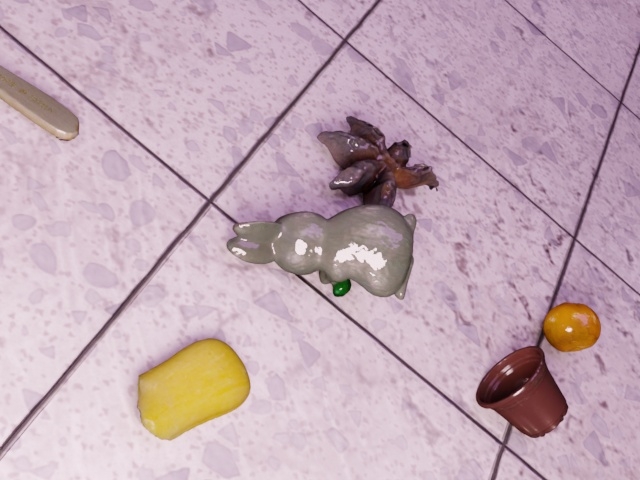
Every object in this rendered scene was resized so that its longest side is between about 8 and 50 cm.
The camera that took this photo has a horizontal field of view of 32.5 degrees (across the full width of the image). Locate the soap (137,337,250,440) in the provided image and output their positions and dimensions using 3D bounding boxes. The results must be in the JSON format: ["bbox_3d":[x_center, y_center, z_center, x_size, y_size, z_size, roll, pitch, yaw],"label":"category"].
[{"bbox_3d":[-0.144,0.160,1.193,0.168,0.033,0.089,-20,69,-47],"label":"soap"}]

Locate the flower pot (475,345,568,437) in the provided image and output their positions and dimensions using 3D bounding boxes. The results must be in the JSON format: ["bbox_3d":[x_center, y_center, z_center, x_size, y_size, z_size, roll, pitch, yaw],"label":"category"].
[{"bbox_3d":[0.276,0.209,1.454,0.089,0.111,0.111,48,39,-14],"label":"flower pot"}]

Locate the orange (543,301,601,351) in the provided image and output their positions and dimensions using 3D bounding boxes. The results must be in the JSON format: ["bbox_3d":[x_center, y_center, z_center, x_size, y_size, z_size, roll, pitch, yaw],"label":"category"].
[{"bbox_3d":[0.367,0.127,1.607,0.083,0.083,0.070,7,67,-36],"label":"orange"}]

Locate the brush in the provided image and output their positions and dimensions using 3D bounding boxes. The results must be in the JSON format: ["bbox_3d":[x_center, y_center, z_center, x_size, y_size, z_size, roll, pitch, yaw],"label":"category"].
[{"bbox_3d":[-0.426,-0.223,1.289,0.337,0.020,0.085,34,41,-12],"label":"brush"}]

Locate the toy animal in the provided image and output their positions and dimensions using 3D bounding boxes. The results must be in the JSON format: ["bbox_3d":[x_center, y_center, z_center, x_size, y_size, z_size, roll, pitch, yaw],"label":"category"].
[{"bbox_3d":[0.004,-0.001,1.397,0.236,0.138,0.108,18,15,-9],"label":"toy animal"}]

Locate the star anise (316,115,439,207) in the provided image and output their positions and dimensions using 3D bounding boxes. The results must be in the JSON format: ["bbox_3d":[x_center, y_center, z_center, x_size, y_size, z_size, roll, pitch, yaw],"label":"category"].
[{"bbox_3d":[0.077,-0.112,1.581,0.172,0.063,0.208,48,41,7],"label":"star anise"}]
